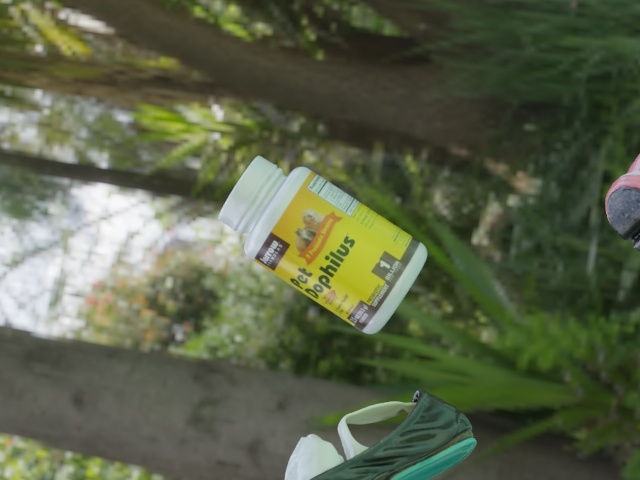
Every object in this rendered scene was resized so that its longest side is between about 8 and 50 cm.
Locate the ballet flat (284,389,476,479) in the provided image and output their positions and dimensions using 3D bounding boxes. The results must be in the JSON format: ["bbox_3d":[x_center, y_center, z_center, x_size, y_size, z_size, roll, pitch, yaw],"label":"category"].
[{"bbox_3d":[0.029,0.224,1.524,0.280,0.096,0.095,-24,-24,-39],"label":"ballet flat"}]

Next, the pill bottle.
[{"bbox_3d":[0.000,0.000,1.709,0.117,0.215,0.117,-57,0,0],"label":"pill bottle"}]

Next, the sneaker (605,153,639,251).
[{"bbox_3d":[0.473,-0.006,1.755,0.136,0.314,0.116,-56,6,-33],"label":"sneaker"}]
